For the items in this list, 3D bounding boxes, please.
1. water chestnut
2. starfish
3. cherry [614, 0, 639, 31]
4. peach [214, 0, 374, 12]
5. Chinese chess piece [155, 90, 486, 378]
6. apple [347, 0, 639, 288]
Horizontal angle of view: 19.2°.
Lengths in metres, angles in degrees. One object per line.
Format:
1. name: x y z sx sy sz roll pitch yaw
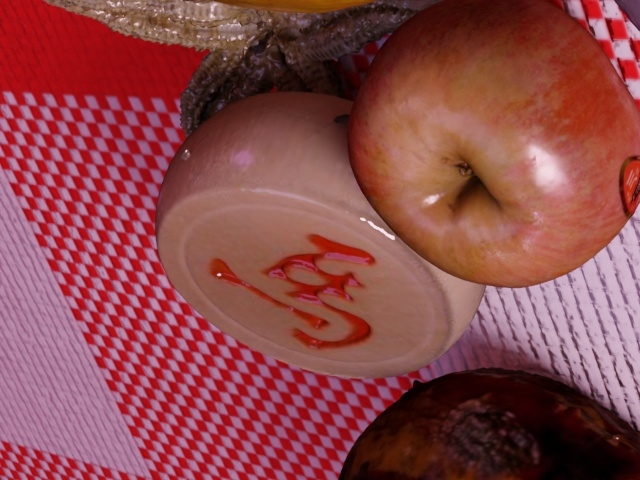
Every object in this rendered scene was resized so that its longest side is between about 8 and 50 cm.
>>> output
1. water chestnut: 0.150 0.282 1.489 0.350 0.302 0.350 29 138 30
2. starfish: -0.030 -0.146 1.458 0.357 0.078 0.347 -5 133 30
3. cherry: 0.246 -0.184 1.036 0.213 0.183 0.266 49 148 -9
4. peach: -0.006 -0.290 1.127 0.332 0.308 0.308 -26 104 35
5. Chinese chess piece: 0.000 0.000 1.486 0.273 0.102 0.273 15 145 11
6. apple: 0.125 -0.068 1.300 0.209 0.164 0.209 17 131 21
